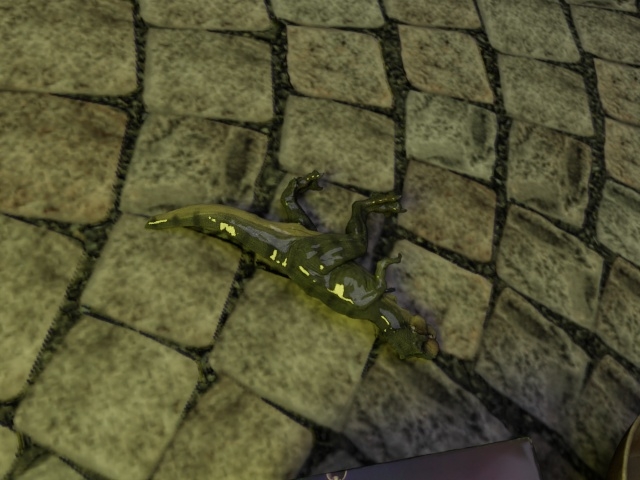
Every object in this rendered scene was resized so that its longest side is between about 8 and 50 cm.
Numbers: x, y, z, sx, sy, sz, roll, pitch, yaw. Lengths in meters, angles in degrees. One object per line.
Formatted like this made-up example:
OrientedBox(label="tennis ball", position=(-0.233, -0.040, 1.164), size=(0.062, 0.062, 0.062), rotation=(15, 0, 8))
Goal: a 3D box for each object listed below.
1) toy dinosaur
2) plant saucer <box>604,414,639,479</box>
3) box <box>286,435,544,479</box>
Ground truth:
OrientedBox(label="toy dinosaur", position=(0.000, 0.000, 0.572), size=(0.268, 0.064, 0.118), rotation=(27, 63, 1))
OrientedBox(label="plant saucer", position=(0.288, 0.273, 0.471), size=(0.310, 0.050, 0.310), rotation=(27, 44, -29))
OrientedBox(label="box", position=(0.048, 0.252, 0.336), size=(0.184, 0.103, 0.261), rotation=(-14, 63, 7))
